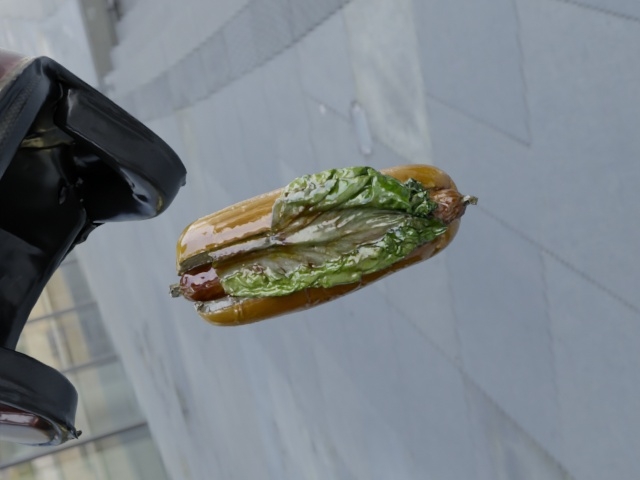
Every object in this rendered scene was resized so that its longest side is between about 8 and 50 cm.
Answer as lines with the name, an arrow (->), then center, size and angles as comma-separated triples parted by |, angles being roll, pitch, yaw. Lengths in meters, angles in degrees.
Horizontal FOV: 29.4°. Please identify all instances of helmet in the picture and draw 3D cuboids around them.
helmet -> -0.184, -0.002, 0.639 | 0.216, 0.193, 0.189 | 98, -168, -63

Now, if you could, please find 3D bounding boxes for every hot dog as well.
hot dog -> 0.000, 0.000, 0.501 | 0.041, 0.133, 0.056 | -98, -10, -75
